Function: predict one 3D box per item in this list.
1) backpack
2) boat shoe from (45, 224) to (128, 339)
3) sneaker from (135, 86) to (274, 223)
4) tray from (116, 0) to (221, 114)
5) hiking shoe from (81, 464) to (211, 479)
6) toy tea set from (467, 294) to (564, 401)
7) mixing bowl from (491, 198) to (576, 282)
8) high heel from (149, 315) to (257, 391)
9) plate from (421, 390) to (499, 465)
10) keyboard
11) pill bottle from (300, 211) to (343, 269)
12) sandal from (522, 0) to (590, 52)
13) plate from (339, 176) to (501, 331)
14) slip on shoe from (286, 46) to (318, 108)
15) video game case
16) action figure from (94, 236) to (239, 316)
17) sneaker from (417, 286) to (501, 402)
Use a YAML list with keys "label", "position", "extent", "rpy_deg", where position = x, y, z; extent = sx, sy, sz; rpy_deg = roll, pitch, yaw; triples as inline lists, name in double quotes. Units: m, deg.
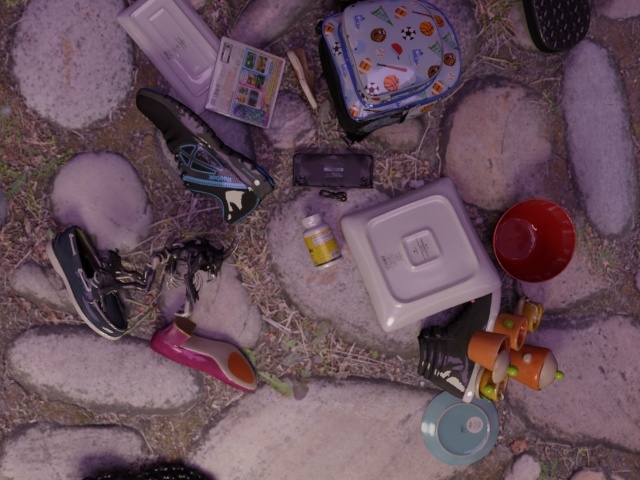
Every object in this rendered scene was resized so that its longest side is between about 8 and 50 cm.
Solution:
- label: "backpack"
  position: [0.148, -0.368, 1.002]
  extent: [0.263, 0.213, 0.276]
  rpy_deg: [-16, 92, -11]
- label: "boat shoe"
  position: [-0.475, 0.088, 1.034]
  extent: [0.079, 0.095, 0.254]
  rpy_deg: [-32, 85, 9]
- label: "sneaker"
  position: [-0.262, -0.178, 1.018]
  extent: [0.341, 0.125, 0.139]
  rpy_deg: [41, 94, -2]
- label: "tray"
  position: [-0.299, -0.419, 1.051]
  extent: [0.145, 0.030, 0.270]
  rpy_deg: [-40, 94, 0]
- label: "hiking shoe"
  position: [-0.379, 0.573, 1.071]
  extent: [0.304, 0.113, 0.132]
  rpy_deg: [6, 122, -10]
- label: "toy tea set"
  position: [0.414, 0.240, 1.000]
  extent: [0.124, 0.336, 0.200]
  rpy_deg: [15, 107, 38]
- label: "mixing bowl"
  position: [0.453, 0.000, 1.085]
  extent: [0.181, 0.098, 0.181]
  rpy_deg: [0, 92, -3]
- label: "high heel"
  position: [-0.257, 0.269, 1.076]
  extent: [0.244, 0.082, 0.117]
  rpy_deg: [39, 122, -18]
- label: "plate"
  position: [0.327, 0.435, 1.135]
  extent: [0.188, 0.024, 0.188]
  rpy_deg: [0, 92, -3]
- label: "keyboard"
  position: [0.028, -0.140, 1.090]
  extent: [0.180, 0.023, 0.108]
  rpy_deg: [1, 86, -3]
- label: "pill bottle"
  position: [0.000, 0.000, 1.072]
  extent: [0.065, 0.065, 0.116]
  rpy_deg: [-22, 93, -3]
- label: "sandal"
  position: [0.465, -0.634, 1.067]
  extent: [0.167, 0.107, 0.446]
  rpy_deg: [-18, 106, -4]
- label: "plate"
  position: [0.214, 0.022, 1.060]
  extent: [0.278, 0.045, 0.277]
  rpy_deg: [-21, 78, -1]
- label: "slip on shoe"
  position: [-0.029, -0.354, 1.063]
  extent: [0.041, 0.051, 0.135]
  rpy_deg: [-24, 86, 0]
- label: "video game case"
  position: [-0.161, -0.336, 1.051]
  extent: [0.143, 0.019, 0.157]
  rpy_deg: [14, 91, -20]
- label: "action figure"
  position: [-0.302, 0.068, 1.003]
  extent: [0.276, 0.164, 0.141]
  rpy_deg: [-10, 113, -17]
- label: "sneaker"
  position: [0.300, 0.190, 1.083]
  extent: [0.147, 0.104, 0.296]
  rpy_deg: [17, 78, 14]
